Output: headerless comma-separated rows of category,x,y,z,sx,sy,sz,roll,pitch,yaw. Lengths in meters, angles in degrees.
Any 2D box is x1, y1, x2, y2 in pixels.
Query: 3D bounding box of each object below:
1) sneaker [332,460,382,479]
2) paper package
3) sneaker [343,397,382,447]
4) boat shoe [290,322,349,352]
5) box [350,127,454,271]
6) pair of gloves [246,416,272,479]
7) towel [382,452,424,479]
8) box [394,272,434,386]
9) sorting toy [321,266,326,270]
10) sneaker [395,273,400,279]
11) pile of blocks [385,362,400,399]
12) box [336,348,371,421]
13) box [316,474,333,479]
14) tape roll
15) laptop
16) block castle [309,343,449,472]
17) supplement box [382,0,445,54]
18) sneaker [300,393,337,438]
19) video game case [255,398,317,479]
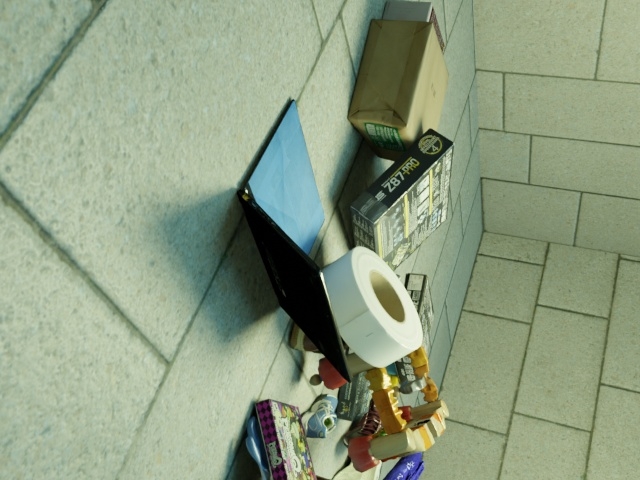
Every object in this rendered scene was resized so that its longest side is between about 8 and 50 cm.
sneaker,0.120,0.795,2.265,0.350,0.131,0.148,-37,138,-57
paper package,0.224,-0.395,1.908,0.325,0.168,0.310,36,66,-68
sneaker,0.157,0.585,2.269,0.281,0.106,0.163,1,110,-79
boat shoe,0.040,0.241,1.789,0.342,0.123,0.123,21,80,-69
box,0.230,-0.078,1.937,0.318,0.097,0.395,-46,157,-15
pair of gloves,-0.116,0.471,1.541,0.198,0.023,0.159,45,26,-63
towel,0.155,0.667,1.768,0.228,0.076,0.308,-58,162,20
box,0.310,0.300,2.308,0.242,0.076,0.307,71,28,-50
sorting toy,0.075,0.148,1.769,0.038,0.208,0.193,-38,172,22
sneaker,0.206,0.224,2.259,0.094,0.091,0.258,-28,125,-64
pile of blocks,0.219,0.356,2.342,0.149,0.112,0.362,69,29,-51
box,0.117,0.427,2.172,0.183,0.059,0.233,8,91,-69
box,-0.022,0.719,1.793,0.168,0.167,0.203,69,37,-54
tape roll,0.124,0.158,1.683,0.286,0.100,0.286,44,25,-27
laptop,0.000,0.000,1.433,0.236,0.408,0.382,-34,142,-15
block castle,0.164,0.422,1.894,0.453,0.212,0.303,2,66,-68
supplement box,0.265,-0.580,1.978,0.239,0.130,0.073,36,66,-66
sneaker,0.009,0.479,1.882,0.211,0.081,0.080,-33,128,-65
video game case,-0.070,0.481,1.577,0.210,0.041,0.232,49,23,-65
